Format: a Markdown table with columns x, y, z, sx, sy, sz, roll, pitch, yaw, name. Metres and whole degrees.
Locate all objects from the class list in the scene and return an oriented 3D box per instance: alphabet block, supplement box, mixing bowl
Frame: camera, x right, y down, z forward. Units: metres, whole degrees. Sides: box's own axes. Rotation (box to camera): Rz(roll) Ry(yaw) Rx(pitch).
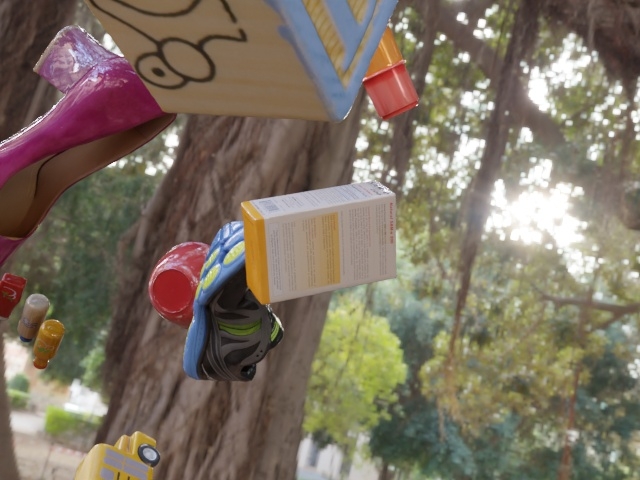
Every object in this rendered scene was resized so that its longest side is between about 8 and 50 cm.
| x | y | z | sx | sy | sz | roll | pitch | yaw | name |
| --- | --- | --- | --- | --- | --- | --- | --- | --- | --- |
| -0.063 | -0.234 | 0.752 | 0.197 | 0.193 | 0.192 | 8 | -31 | 28 | alphabet block |
| 0.000 | 0.000 | 0.578 | 0.098 | 0.062 | 0.036 | -10 | 24 | -18 | supplement box |
| -0.272 | 0.094 | 1.720 | 0.181 | 0.181 | 0.098 | 10 | 5 | 18 | mixing bowl |

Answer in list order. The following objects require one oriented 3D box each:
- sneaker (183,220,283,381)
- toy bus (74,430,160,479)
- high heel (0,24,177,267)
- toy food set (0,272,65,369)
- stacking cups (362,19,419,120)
| x | y | z | sx | sy | sz | roll | pitch | yaw | name |
| --- | --- | --- | --- | --- | --- | --- | --- | --- | --- |
| -0.064 | 0.054 | 0.708 | 0.078 | 0.067 | 0.188 | 13 | -44 | -5 | sneaker |
| -0.379 | 0.484 | 1.555 | 0.130 | 0.108 | 0.332 | 29 | 25 | -21 | toy bus |
| -0.328 | -0.065 | 1.066 | 0.181 | 0.377 | 0.127 | 39 | 21 | 20 | high heel |
| -0.542 | 0.125 | 1.434 | 0.232 | 0.111 | 0.104 | 18 | -50 | -16 | toy food set |
| 0.044 | -0.323 | 1.232 | 0.096 | 0.316 | 0.096 | -22 | 8 | 3 | stacking cups |
